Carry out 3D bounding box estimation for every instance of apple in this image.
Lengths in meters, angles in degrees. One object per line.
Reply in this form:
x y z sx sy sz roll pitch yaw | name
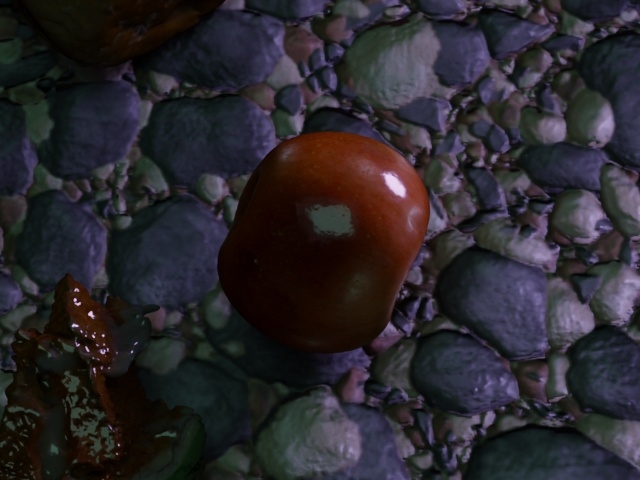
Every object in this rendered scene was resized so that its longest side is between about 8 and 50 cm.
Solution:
0.000 0.000 1.285 0.139 0.163 0.163 23 68 3 | apple

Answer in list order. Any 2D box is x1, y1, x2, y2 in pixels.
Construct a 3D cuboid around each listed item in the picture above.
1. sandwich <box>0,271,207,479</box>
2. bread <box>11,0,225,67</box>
-0.164 0.130 1.218 0.109 0.160 0.185 9 30 24 | sandwich
-0.196 -0.279 1.427 0.195 0.176 0.246 -39 67 -15 | bread
